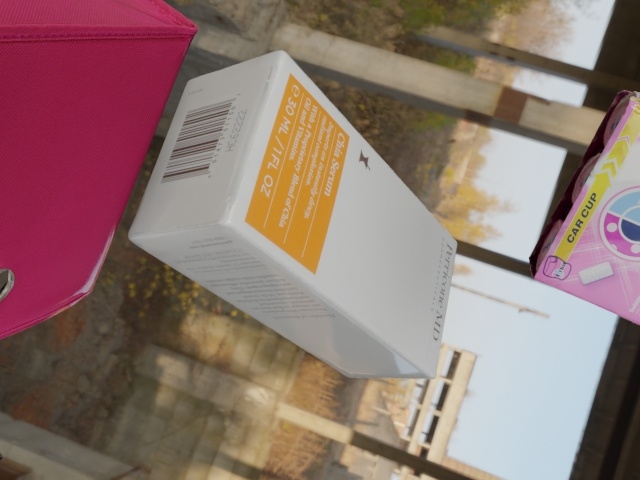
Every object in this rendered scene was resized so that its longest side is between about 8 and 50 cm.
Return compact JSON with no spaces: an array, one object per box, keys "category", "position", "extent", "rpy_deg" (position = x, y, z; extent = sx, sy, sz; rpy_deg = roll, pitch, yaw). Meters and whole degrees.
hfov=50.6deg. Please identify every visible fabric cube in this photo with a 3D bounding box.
[{"category":"fabric cube","position":[-0.288,-0.094,0.460],"extent":[0.258,0.259,0.254],"rpy_deg":[-59,165,27]}]

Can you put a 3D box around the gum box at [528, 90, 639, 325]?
[{"category":"gum box","position":[0.283,-0.032,0.615],"extent":[0.062,0.107,0.188],"rpy_deg":[-55,168,-69]}]

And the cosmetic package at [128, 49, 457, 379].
[{"category":"cosmetic package","position":[0.000,0.000,0.882],"extent":[0.453,0.161,0.230],"rpy_deg":[39,55,-44]}]

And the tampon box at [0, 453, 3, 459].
[{"category":"tampon box","position":[-0.693,0.404,1.225],"extent":[0.161,0.101,0.120],"rpy_deg":[-44,150,-15]}]
